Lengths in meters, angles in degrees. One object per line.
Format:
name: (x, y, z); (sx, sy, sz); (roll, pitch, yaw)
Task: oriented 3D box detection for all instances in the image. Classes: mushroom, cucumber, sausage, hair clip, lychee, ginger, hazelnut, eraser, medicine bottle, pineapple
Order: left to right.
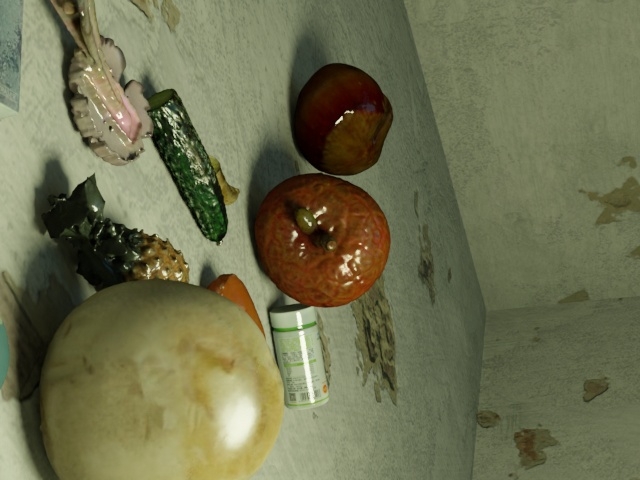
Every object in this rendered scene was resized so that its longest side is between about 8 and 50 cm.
eraser: (-0.374, -0.247, 1.184); (0.092, 0.046, 0.213); (34, 51, -66)
hair clip: (-0.292, -0.232, 1.388); (0.300, 0.069, 0.173); (79, 17, -46)
pineapple: (-0.262, 0.009, 1.351); (0.111, 0.119, 0.237); (-47, 143, -5)
mushroom: (-0.183, 0.185, 1.291); (0.290, 0.292, 0.293); (-24, 107, -89)
cucumber: (-0.195, -0.102, 1.647); (0.067, 0.067, 0.293); (-78, 154, -45)
ginger: (-0.171, -0.095, 1.750); (0.137, 0.044, 0.057); (60, 11, -53)
sausage: (-0.136, 0.140, 1.700); (0.089, 0.089, 0.179); (-53, 128, -65)
medicine bottle: (-0.038, 0.212, 1.962); (0.086, 0.086, 0.183); (-28, 110, -71)
lychee: (0.000, 0.000, 1.919); (0.300, 0.255, 0.255); (-23, 105, -76)
hazelnut: (0.038, -0.244, 2.222); (0.251, 0.217, 0.217); (72, 19, -57)

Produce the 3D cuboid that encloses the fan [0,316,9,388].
fan: (-0.373, 0.089, 1.125); (0.113, 0.005, 0.175); (-60, 139, -61)
